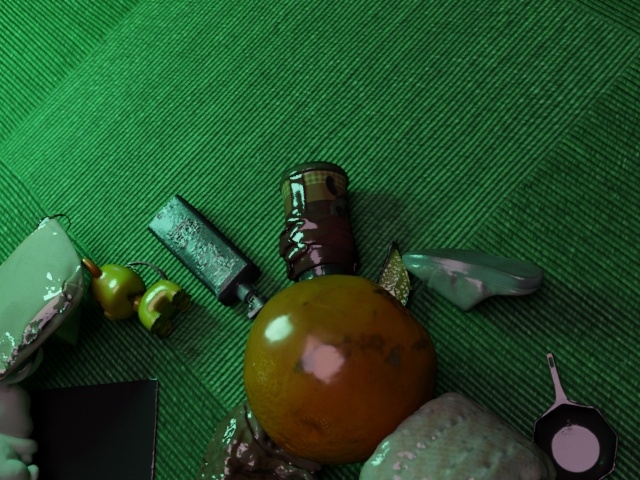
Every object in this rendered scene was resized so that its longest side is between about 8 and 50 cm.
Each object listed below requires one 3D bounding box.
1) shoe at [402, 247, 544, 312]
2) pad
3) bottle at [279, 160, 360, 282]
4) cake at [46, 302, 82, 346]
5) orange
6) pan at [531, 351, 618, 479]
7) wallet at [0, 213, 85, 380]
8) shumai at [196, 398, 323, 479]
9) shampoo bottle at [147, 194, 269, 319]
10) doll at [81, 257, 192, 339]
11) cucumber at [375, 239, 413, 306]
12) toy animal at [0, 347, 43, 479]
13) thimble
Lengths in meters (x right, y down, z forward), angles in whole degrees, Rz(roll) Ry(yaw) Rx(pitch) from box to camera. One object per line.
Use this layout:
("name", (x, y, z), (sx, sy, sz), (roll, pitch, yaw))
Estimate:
("shoe", (0.257, 0.071, 1.511), (0.251, 0.103, 0.100), (9, 103, 32))
("pad", (-0.447, 0.372, 1.677), (0.300, 0.005, 0.202), (-9, 66, 16))
("bottle", (0.000, 0.000, 1.604), (0.156, 0.143, 0.271), (5, 61, -21))
("cake", (-0.593, 0.175, 1.754), (0.235, 0.100, 0.099), (-15, 64, 13))
("orange", (0.028, 0.203, 1.385), (0.312, 0.312, 0.312), (-7, 67, 16))
("pan", (0.406, 0.288, 1.389), (0.128, 0.048, 0.202), (8, 73, 21))
("wallet", (-0.576, 0.115, 1.678), (0.335, 0.068, 0.275), (-43, 45, -5))
("shumai", (-0.095, 0.391, 1.442), (0.185, 0.184, 0.218), (14, 57, 26))
("shampoo bottle", (-0.203, 0.039, 1.694), (0.098, 0.071, 0.309), (-46, 64, -6))
("doll", (-0.369, 0.095, 1.695), (0.221, 0.143, 0.135), (28, 80, 20))
("cucumber", (0.123, 0.109, 1.566), (0.070, 0.046, 0.220), (18, 77, 22))
("toy animal", (-0.609, 0.349, 1.644), (0.208, 0.154, 0.325), (3, 81, 42))
("thimble", (0.191, 0.385, 1.301), (0.195, 0.291, 0.291), (39, 85, 32))
